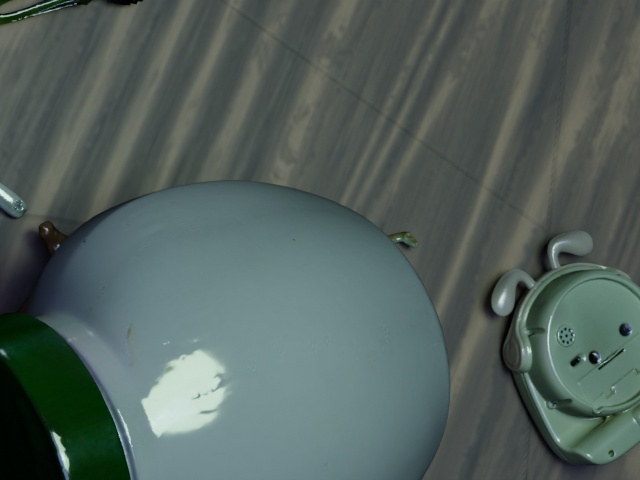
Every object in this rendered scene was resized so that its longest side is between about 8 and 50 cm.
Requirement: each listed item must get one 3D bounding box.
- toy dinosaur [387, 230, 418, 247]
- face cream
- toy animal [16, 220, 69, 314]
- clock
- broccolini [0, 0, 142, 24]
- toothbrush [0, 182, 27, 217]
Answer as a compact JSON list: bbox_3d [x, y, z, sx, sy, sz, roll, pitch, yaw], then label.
[{"bbox_3d":[0.003,0.014,1.485,0.180,0.037,0.058,7,59,-30],"label":"toy dinosaur"},{"bbox_3d":[-0.087,0.118,1.264,0.357,0.219,0.312,-17,91,-39],"label":"face cream"},{"bbox_3d":[-0.255,0.113,1.342,0.230,0.066,0.224,-17,97,-37],"label":"toy animal"},{"bbox_3d":[0.238,0.092,1.566,0.151,0.062,0.191,-35,98,-23],"label":"clock"},{"bbox_3d":[-0.219,-0.199,1.393,0.201,0.058,0.074,-27,89,-25],"label":"broccolini"},{"bbox_3d":[-0.309,-0.086,1.365,0.204,0.022,0.017,42,73,-18],"label":"toothbrush"}]
